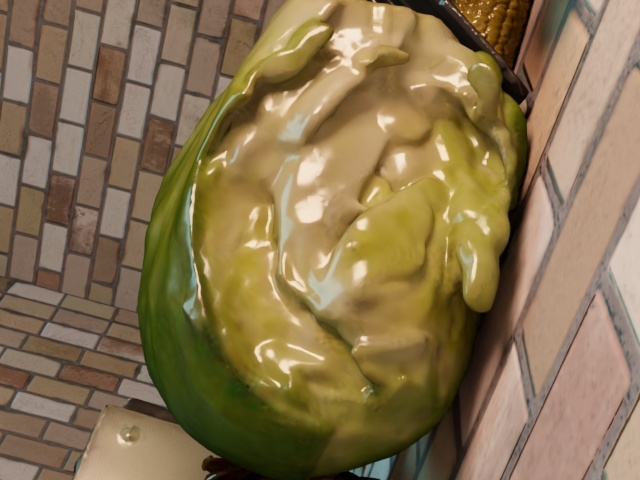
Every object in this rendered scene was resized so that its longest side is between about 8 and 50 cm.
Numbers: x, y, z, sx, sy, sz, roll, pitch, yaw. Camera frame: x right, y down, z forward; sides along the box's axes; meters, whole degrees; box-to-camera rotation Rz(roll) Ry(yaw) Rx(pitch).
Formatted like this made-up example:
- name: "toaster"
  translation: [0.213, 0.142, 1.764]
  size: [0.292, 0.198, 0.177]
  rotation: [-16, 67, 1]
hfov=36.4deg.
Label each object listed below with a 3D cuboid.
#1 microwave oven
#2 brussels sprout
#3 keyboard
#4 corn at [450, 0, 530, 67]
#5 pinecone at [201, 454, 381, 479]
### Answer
- name: "microwave oven"
  translation: [-0.149, 0.404, 1.158]
  size: [0.394, 0.333, 0.247]
  rotation: [108, -179, -52]
- name: "brussels sprout"
  translation: [0.000, 0.000, 0.779]
  size: [0.315, 0.276, 0.371]
  rotation: [151, 134, -81]
- name: "keyboard"
  translation: [0.081, -0.201, 0.836]
  size: [0.016, 0.262, 0.106]
  rotation: [-37, -13, -13]
- name: "corn"
  translation: [0.156, -0.219, 0.905]
  size: [0.080, 0.080, 0.238]
  rotation: [-120, 42, -86]
- name: "pinecone"
  translation: [-0.020, 0.245, 0.904]
  size: [0.150, 0.179, 0.195]
  rotation: [149, 120, -73]
